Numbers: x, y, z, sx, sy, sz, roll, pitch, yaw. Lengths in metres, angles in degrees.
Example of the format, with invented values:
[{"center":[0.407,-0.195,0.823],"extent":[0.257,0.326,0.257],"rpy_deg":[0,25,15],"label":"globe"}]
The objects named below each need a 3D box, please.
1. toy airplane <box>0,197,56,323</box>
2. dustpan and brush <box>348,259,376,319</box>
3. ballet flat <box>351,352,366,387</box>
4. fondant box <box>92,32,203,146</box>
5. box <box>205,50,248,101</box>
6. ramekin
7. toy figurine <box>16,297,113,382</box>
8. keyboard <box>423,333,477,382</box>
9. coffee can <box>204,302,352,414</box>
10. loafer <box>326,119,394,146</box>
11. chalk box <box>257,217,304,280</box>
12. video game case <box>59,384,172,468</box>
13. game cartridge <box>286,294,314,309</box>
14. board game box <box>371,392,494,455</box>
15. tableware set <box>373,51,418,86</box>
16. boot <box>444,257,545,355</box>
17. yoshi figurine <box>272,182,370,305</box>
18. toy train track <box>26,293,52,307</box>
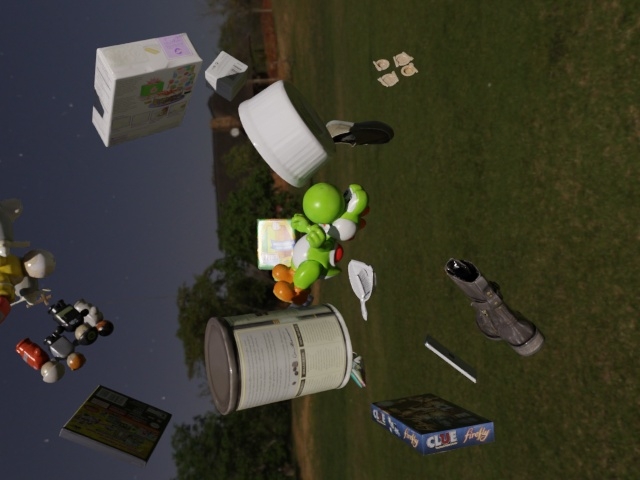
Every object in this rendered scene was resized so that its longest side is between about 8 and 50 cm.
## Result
[{"center":[-0.890,0.040,1.409],"extent":[0.386,0.273,0.384],"rpy_deg":[-134,49,-71],"label":"toy airplane"},{"center":[0.155,0.185,1.798],"extent":[0.147,0.060,0.211],"rpy_deg":[14,127,58],"label":"dustpan and brush"},{"center":[0.104,0.422,1.720],"extent":[0.221,0.079,0.076],"rpy_deg":[24,145,58],"label":"ballet flat"},{"center":[-0.480,-0.403,1.366],"extent":[0.096,0.238,0.330],"rpy_deg":[61,148,4],"label":"fondant box"},{"center":[-0.302,-0.528,1.612],"extent":[0.101,0.102,0.087],"rpy_deg":[-59,1,-19],"label":"box"},{"center":[-0.078,-0.293,1.346],"extent":[0.277,0.135,0.277],"rpy_deg":[49,-161,-24],"label":"ramekin"},{"center":[-0.707,0.280,1.414],"extent":[0.213,0.148,0.209],"rpy_deg":[-50,-3,-4],"label":"toy figurine"},{"center":[0.522,0.469,2.000],"extent":[0.014,0.256,0.072],"rpy_deg":[-53,-1,27],"label":"keyboard"},{"center":[-0.096,0.254,1.108],"extent":[0.201,0.276,0.201],"rpy_deg":[14,106,62],"label":"coffee can"},{"center":[0.142,-0.377,1.823],"extent":[0.094,0.251,0.087],"rpy_deg":[85,-170,-55],"label":"loafer"},{"center":[-0.128,0.032,1.654],"extent":[0.132,0.133,0.213],"rpy_deg":[-21,-70,-78],"label":"chalk box"},{"center":[-0.654,0.599,1.629],"extent":[0.248,0.275,0.035],"rpy_deg":[-82,17,-75],"label":"video game case"},{"center":[-0.142,0.362,1.682],"extent":[0.355,0.068,0.230],"rpy_deg":[-66,-8,29],"label":"game cartridge"},{"center":[0.235,0.394,1.094],"extent":[0.243,0.165,0.042],"rpy_deg":[170,97,-71],"label":"board game box"},{"center":[0.295,-0.674,1.961],"extent":[0.020,0.169,0.141],"rpy_deg":[70,177,-61],"label":"tableware set"},{"center":[0.354,0.123,1.085],"extent":[0.229,0.091,0.263],"rpy_deg":[46,178,-9],"label":"boot"},{"center":[-0.024,-0.015,1.348],"extent":[0.362,0.203,0.203],"rpy_deg":[-55,-21,17],"label":"yoshi figurine"},{"center":[-0.978,0.210,1.739],"extent":[0.014,0.083,0.048],"rpy_deg":[0,112,46],"label":"toy train track"}]
